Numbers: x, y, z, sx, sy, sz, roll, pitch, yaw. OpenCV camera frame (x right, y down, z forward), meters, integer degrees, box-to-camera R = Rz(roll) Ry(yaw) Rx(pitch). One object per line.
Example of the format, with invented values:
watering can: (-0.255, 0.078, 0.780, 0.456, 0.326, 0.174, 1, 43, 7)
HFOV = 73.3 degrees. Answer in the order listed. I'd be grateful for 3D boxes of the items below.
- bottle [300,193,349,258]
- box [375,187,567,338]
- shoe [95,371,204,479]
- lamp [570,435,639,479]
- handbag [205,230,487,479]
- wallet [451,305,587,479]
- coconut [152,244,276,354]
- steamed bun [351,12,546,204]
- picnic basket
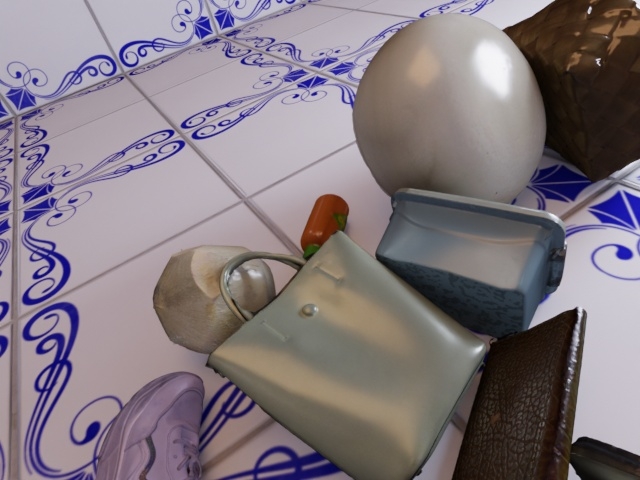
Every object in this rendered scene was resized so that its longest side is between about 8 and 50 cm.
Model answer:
bottle: (0.000, 0.000, 0.739, 0.069, 0.069, 0.187, 1, 44, 20)
box: (0.189, 0.027, 0.572, 0.227, 0.162, 0.130, 17, 60, 34)
shoe: (-0.175, 0.265, 0.476, 0.137, 0.095, 0.245, 4, 47, 20)
lamp: (0.204, 0.264, 0.265, 0.124, 0.203, 0.283, -11, 40, 38)
handbag: (0.012, 0.101, 0.493, 0.315, 0.109, 0.241, 38, 58, 13)
wallet: (0.194, 0.178, 0.420, 0.039, 0.133, 0.243, 37, 49, 1)
coconut: (-0.158, 0.081, 0.612, 0.162, 0.161, 0.161, 5, 25, -37)
steamed bun: (0.217, -0.193, 0.678, 0.324, 0.324, 0.206, -46, 16, -31)
picnic basket: (0.506, -0.301, 0.714, 0.337, 0.293, 0.337, -25, 34, 19)
